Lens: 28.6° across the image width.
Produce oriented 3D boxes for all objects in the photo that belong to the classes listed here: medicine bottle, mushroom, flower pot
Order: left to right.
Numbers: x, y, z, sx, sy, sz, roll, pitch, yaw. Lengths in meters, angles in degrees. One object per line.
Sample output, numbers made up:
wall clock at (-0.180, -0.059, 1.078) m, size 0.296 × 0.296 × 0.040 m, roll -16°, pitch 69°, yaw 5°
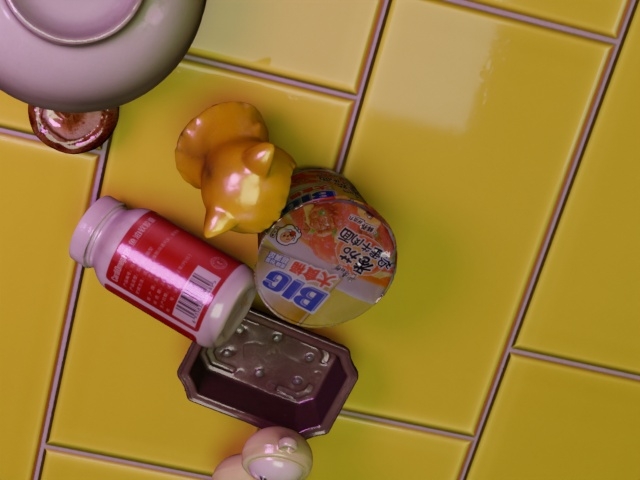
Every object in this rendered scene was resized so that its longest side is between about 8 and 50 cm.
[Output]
mushroom at (-0.337, -0.176, 1.720) m, size 0.127 × 0.087 × 0.127 m, roll 1°, pitch 109°, yaw 2°
medicine bottle at (-0.219, 0.041, 1.761) m, size 0.250 × 0.131 × 0.131 m, roll 30°, pitch 110°, yaw 11°
flower pot at (-0.078, 0.185, 1.891) m, size 0.251 × 0.084 × 0.179 m, roll 23°, pitch 111°, yaw -11°

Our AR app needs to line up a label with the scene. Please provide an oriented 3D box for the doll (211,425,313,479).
doll at (-0.086, 0.359, 1.895) m, size 0.141 × 0.117 × 0.296 m, roll 18°, pitch 153°, yaw -7°

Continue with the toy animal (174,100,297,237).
toy animal at (-0.118, -0.104, 1.687) m, size 0.156 × 0.230 × 0.156 m, roll -10°, pitch 123°, yaw -16°

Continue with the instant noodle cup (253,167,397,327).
instant noodle cup at (0.000, 0.000, 1.770) m, size 0.205 × 0.153 × 0.205 m, roll -4°, pitch 118°, yaw -7°

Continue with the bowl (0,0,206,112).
bowl at (-0.306, -0.330, 1.560) m, size 0.353 × 0.185 × 0.354 m, roll -2°, pitch 99°, yaw -11°
